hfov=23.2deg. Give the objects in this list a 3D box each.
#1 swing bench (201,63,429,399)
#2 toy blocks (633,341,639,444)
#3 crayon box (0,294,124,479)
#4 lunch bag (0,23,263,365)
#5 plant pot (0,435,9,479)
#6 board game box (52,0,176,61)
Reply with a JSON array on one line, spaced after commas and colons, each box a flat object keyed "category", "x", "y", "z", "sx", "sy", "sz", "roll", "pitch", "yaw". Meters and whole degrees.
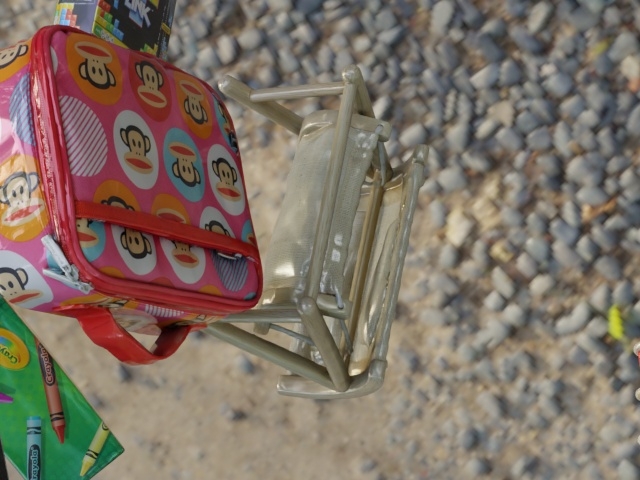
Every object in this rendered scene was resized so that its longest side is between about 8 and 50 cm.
[{"category": "swing bench", "x": 0.000, "y": 0.000, "z": 1.536, "sx": 0.165, "sy": 0.253, "sz": 0.254, "roll": -1, "pitch": 157, "yaw": 30}, {"category": "toy blocks", "x": 0.386, "y": 0.146, "z": 1.630, "sx": 0.123, "sy": 0.148, "sz": 0.054, "roll": 11, "pitch": 155, "yaw": -18}, {"category": "crayon box", "x": -0.270, "y": 0.121, "z": 1.365, "sx": 0.165, "sy": 0.081, "sz": 0.278, "roll": 53, "pitch": 170, "yaw": -12}, {"category": "lunch bag", "x": -0.166, "y": -0.025, "z": 1.290, "sx": 0.120, "sy": 0.293, "sz": 0.258, "roll": -17, "pitch": 75, "yaw": 26}, {"category": "plant pot", "x": -0.295, "y": 0.226, "z": 1.070, "sx": 0.187, "sy": 0.167, "sz": 0.188, "roll": -115, "pitch": 25, "yaw": -46}, {"category": "board game box", "x": -0.198, "y": -0.245, "z": 1.558, "sx": 0.048, "sy": 0.170, "sz": 0.141, "roll": 7, "pitch": 80, "yaw": 18}]
